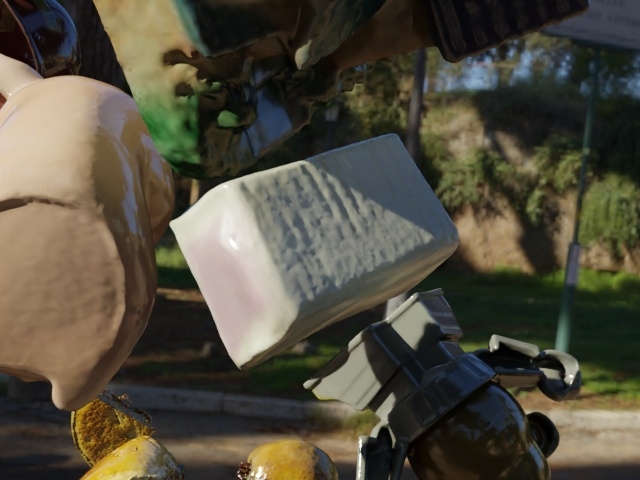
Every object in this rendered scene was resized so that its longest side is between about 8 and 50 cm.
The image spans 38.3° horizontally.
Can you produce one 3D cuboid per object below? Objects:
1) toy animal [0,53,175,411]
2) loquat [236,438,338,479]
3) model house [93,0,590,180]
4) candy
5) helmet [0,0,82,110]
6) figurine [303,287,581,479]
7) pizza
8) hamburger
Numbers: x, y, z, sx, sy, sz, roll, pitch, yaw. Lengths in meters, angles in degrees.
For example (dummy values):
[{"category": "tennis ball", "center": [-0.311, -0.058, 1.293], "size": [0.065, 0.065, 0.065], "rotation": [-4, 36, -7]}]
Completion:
[{"category": "toy animal", "center": [-0.208, -0.020, 0.772], "size": [0.195, 0.213, 0.256], "rotation": [7, 29, -11]}, {"category": "loquat", "center": [-0.067, 0.500, 1.877], "size": [0.234, 0.187, 0.176], "rotation": [27, -19, -23]}, {"category": "model house", "center": [0.035, -0.207, 0.645], "size": [0.280, 0.245, 0.312], "rotation": [-6, 23, 31]}, {"category": "candy", "center": [0.002, 0.001, 1.177], "size": [0.359, 0.208, 0.145], "rotation": [-20, -12, -45]}, {"category": "helmet", "center": [-0.327, -0.217, 1.057], "size": [0.106, 0.175, 0.155], "rotation": [-19, -25, -40]}, {"category": "figurine", "center": [0.151, 0.213, 1.067], "size": [0.285, 0.342, 0.167], "rotation": [49, -4, 15]}, {"category": "pizza", "center": [-0.339, 0.308, 1.507], "size": [0.134, 0.175, 0.046], "rotation": [3, 26, -9]}, {"category": "hamburger", "center": [-0.242, 0.348, 1.089], "size": [0.163, 0.244, 0.244], "rotation": [39, 0, -4]}]
